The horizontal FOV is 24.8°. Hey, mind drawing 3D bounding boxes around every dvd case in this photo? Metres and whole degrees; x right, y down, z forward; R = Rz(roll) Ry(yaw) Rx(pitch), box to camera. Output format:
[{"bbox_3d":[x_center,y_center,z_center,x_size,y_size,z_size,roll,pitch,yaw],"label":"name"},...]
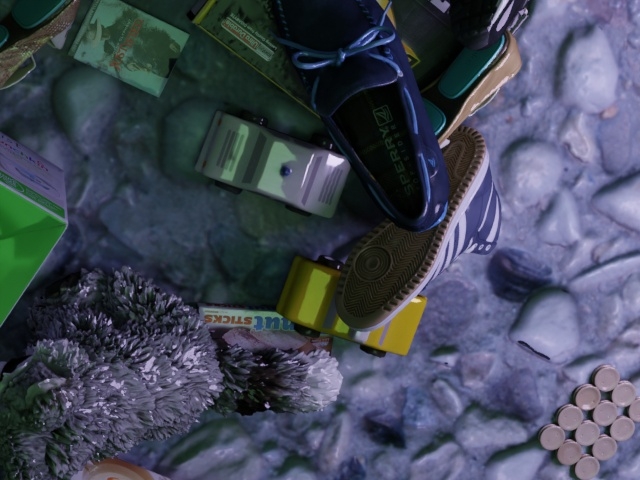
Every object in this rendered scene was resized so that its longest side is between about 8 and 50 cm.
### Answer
[{"bbox_3d":[-0.224,-0.230,1.706,0.119,0.013,0.087,25,100,-18],"label":"dvd case"}]

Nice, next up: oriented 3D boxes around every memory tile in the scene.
[{"bbox_3d":[0.377,0.250,2.001,0.113,0.012,0.148,40,96,-21],"label":"memory tile"}]

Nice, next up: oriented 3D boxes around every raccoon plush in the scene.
[{"bbox_3d":[-0.182,0.172,1.672,0.446,0.299,0.216,-3,111,-5],"label":"raccoon plush"}]

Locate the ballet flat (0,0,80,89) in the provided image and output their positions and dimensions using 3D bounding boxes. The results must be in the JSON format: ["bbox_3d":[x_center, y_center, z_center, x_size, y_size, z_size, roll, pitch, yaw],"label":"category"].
[{"bbox_3d":[-0.335,-0.231,1.661,0.206,0.073,0.067,-38,139,4],"label":"ballet flat"}]

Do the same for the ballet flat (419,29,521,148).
[{"bbox_3d":[0.149,-0.150,1.708,0.232,0.080,0.073,-43,141,5],"label":"ballet flat"}]

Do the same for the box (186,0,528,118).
[{"bbox_3d":[0.046,-0.268,1.723,0.322,0.079,0.257,36,95,-21],"label":"box"}]

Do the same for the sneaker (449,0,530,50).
[{"bbox_3d":[0.249,-0.319,1.684,0.124,0.107,0.283,37,63,-27],"label":"sneaker"}]

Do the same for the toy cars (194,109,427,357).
[{"bbox_3d":[0.000,0.000,1.779,0.176,0.087,0.393,-31,107,-7],"label":"toy cars"}]

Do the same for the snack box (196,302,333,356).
[{"bbox_3d":[-0.071,0.116,1.848,0.178,0.022,0.064,4,105,-14],"label":"snack box"}]

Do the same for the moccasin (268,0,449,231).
[{"bbox_3d":[0.054,-0.171,1.608,0.138,0.117,0.342,-32,91,11],"label":"moccasin"}]

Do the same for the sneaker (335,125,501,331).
[{"bbox_3d":[0.129,0.012,1.766,0.282,0.099,0.153,-56,152,-14],"label":"sneaker"}]

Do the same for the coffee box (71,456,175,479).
[{"bbox_3d":[-0.225,0.367,1.807,0.246,0.141,0.098,26,130,-23],"label":"coffee box"}]

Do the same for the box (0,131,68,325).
[{"bbox_3d":[-0.406,0.022,1.628,0.127,0.231,0.262,32,98,-18],"label":"box"}]
